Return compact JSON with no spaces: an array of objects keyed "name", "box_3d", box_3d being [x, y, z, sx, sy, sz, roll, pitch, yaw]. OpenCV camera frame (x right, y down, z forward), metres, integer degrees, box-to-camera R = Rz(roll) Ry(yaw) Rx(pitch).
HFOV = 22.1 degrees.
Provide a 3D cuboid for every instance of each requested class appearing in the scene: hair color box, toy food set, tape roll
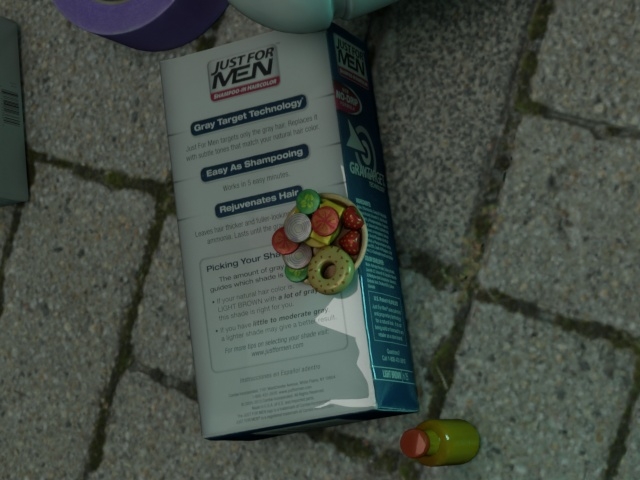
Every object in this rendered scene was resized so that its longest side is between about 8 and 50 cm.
[{"name":"hair color box","box_3d":[-0.029,-0.005,1.459,0.174,0.105,0.347,-12,79,23]},{"name":"toy food set","box_3d":[0.000,0.000,1.375,0.083,0.020,0.083,25,94,25]},{"name":"toy food set","box_3d":[0.051,0.258,1.386,0.232,0.104,0.111,-46,66,16]},{"name":"tape roll","box_3d":[-0.172,-0.283,1.584,0.189,0.080,0.189,-4,81,27]}]

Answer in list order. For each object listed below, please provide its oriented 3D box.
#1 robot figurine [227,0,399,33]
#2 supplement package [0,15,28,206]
[{"name":"robot figurine","box_3d":[0.039,-0.296,1.361,0.354,0.300,0.199,-22,97,-5]},{"name":"supplement package","box_3d":[-0.424,-0.124,1.656,0.203,0.149,0.194,-9,80,27]}]
